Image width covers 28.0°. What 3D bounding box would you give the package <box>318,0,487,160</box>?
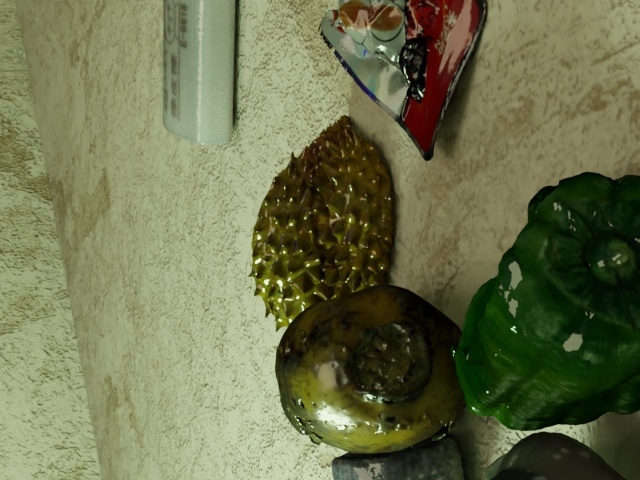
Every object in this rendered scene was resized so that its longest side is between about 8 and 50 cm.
[{"bbox_3d":[0.082,-0.234,1.417,0.269,0.071,0.194,43,138,39],"label":"package"}]

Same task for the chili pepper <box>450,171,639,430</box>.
[{"bbox_3d":[0.211,0.062,1.049,0.167,0.213,0.385,34,168,5],"label":"chili pepper"}]

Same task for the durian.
[{"bbox_3d":[-0.002,0.005,1.562,0.154,0.186,0.261,-143,38,-68],"label":"durian"}]

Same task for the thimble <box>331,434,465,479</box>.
[{"bbox_3d":[0.089,0.272,1.411,0.150,0.150,0.098,160,99,-67],"label":"thimble"}]

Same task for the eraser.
[{"bbox_3d":[-0.192,-0.300,2.003,0.174,0.094,0.270,36,129,57],"label":"eraser"}]

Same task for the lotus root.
[{"bbox_3d":[0.049,0.135,1.361,0.397,0.195,0.179,112,158,-83],"label":"lotus root"}]

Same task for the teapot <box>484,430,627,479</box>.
[{"bbox_3d":[0.142,0.356,1.037,0.376,0.361,0.306,36,148,44],"label":"teapot"}]
